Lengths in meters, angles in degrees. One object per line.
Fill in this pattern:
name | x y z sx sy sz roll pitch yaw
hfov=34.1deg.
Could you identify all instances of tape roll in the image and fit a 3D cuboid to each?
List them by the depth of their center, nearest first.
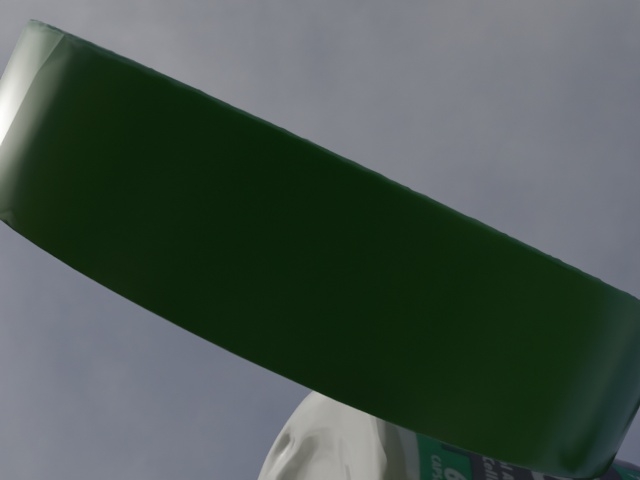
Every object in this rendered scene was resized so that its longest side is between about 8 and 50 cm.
tape roll | 0.000 0.000 0.493 0.321 0.321 0.077 26 -86 2

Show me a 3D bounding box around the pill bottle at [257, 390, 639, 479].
pill bottle | 0.143 0.239 0.746 0.361 0.204 0.204 21 -63 -23
